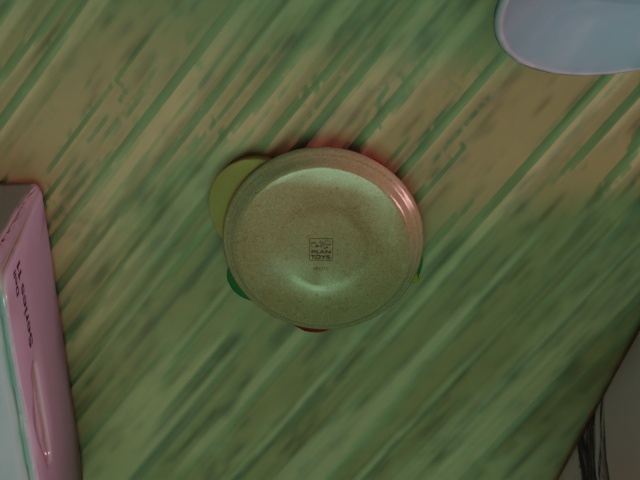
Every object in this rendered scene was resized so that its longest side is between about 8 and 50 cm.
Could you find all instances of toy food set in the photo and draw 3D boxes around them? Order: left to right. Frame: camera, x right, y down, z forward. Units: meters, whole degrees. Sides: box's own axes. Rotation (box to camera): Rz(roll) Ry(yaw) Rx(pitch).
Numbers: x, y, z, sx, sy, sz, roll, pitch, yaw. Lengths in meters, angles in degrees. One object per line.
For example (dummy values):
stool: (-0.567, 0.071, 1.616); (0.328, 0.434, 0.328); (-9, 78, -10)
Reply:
toy food set: (0.000, 0.000, 0.640); (0.083, 0.020, 0.082); (-13, 114, 8)

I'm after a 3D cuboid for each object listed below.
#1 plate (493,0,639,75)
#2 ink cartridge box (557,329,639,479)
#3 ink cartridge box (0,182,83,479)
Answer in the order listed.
plate: (0.144, -0.106, 0.519); (0.188, 0.188, 0.024); (-20, 75, 11)
ink cartridge box: (0.200, 0.150, 0.645); (0.211, 0.121, 0.289); (20, 114, -6)
ink cartridge box: (-0.209, 0.062, 0.641); (0.208, 0.087, 0.153); (-1, 115, 4)
